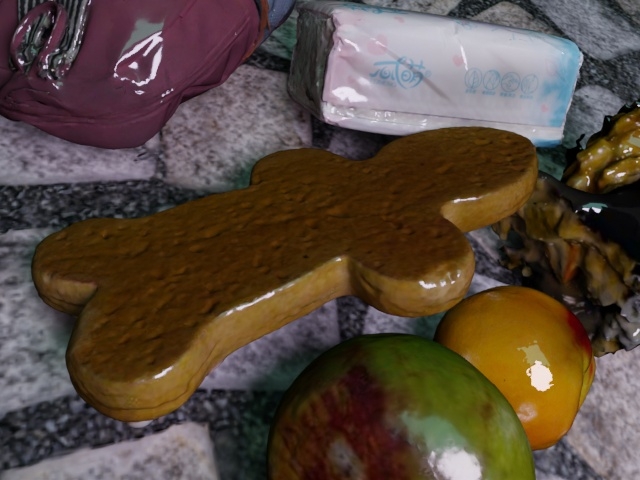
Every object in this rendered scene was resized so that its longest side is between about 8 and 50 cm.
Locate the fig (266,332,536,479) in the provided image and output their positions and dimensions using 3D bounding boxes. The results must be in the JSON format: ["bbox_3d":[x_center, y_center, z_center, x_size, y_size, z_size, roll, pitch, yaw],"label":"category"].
[{"bbox_3d":[0.050,0.152,0.447,0.180,0.181,0.191,14,28,-7],"label":"fig"}]

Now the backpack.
[{"bbox_3d":[-0.195,-0.232,0.624,0.283,0.197,0.317,13,54,19],"label":"backpack"}]

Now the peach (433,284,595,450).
[{"bbox_3d":[0.162,0.102,0.539,0.138,0.138,0.138,8,53,-11],"label":"peach"}]

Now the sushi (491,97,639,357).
[{"bbox_3d":[0.298,-0.026,0.616,0.204,0.213,0.200,-27,62,-24],"label":"sushi"}]

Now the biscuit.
[{"bbox_3d":[0.000,0.001,0.523,0.431,0.064,0.283,-22,33,-21],"label":"biscuit"}]

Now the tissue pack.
[{"bbox_3d":[0.114,-0.185,0.698,0.270,0.124,0.201,1,20,-15],"label":"tissue pack"}]
